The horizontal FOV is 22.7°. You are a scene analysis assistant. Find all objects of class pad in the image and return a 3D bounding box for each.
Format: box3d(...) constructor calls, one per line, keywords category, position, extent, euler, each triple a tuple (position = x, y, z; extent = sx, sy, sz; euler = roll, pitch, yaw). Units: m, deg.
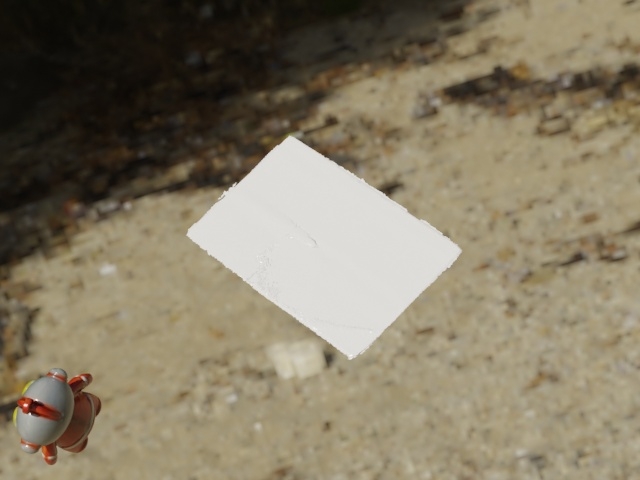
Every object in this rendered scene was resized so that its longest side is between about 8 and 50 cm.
box3d(category="pad", position=(0.000, 0.000, 1.500), extent=(0.232, 0.004, 0.156), euler=(35, 69, 29))

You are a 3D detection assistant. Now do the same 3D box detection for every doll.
box3d(category="doll", position=(-0.374, 0.247, 2.248), extent=(0.076, 0.142, 0.245), euler=(17, -8, 17))
